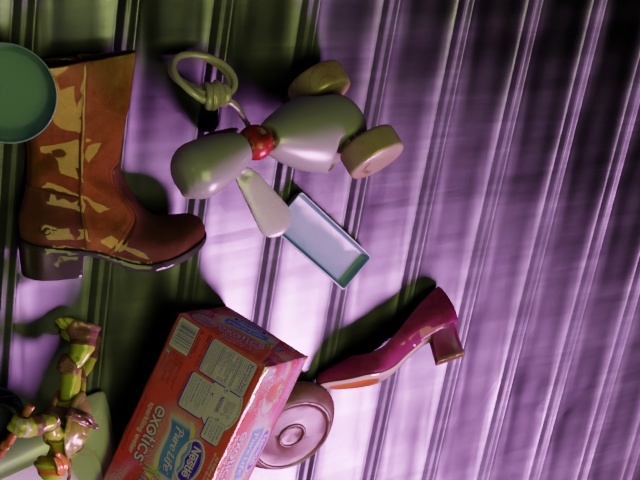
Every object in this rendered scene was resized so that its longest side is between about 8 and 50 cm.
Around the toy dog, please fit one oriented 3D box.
[{"bbox_3d":[-0.063,-0.114,1.816,0.333,0.220,0.161,0,147,-28],"label":"toy dog"}]

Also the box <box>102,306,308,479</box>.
[{"bbox_3d":[-0.162,0.258,1.934,0.142,0.154,0.300,-3,120,-65],"label":"box"}]

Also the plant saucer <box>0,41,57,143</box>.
[{"bbox_3d":[-0.361,-0.172,1.618,0.119,0.021,0.119,1,110,2],"label":"plant saucer"}]

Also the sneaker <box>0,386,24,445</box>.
[{"bbox_3d":[-0.476,0.270,1.767,0.232,0.090,0.081,-40,109,-15],"label":"sneaker"}]

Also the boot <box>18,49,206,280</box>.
[{"bbox_3d":[-0.255,-0.103,1.749,0.264,0.096,0.281,-4,111,-26],"label":"boot"}]

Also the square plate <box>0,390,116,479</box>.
[{"bbox_3d":[-0.418,0.415,1.938,0.344,0.049,0.347,-23,127,-25],"label":"square plate"}]

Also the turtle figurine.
[{"bbox_3d":[-0.325,0.212,1.769,0.269,0.087,0.217,64,34,-69],"label":"turtle figurine"}]

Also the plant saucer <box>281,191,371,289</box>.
[{"bbox_3d":[0.000,0.000,2.023,0.067,0.018,0.192,-50,134,-2],"label":"plant saucer"}]

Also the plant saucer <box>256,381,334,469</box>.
[{"bbox_3d":[-0.049,0.290,2.135,0.168,0.029,0.168,-15,128,-20],"label":"plant saucer"}]

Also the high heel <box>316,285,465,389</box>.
[{"bbox_3d":[0.100,0.154,2.174,0.244,0.117,0.082,-16,165,-6],"label":"high heel"}]
